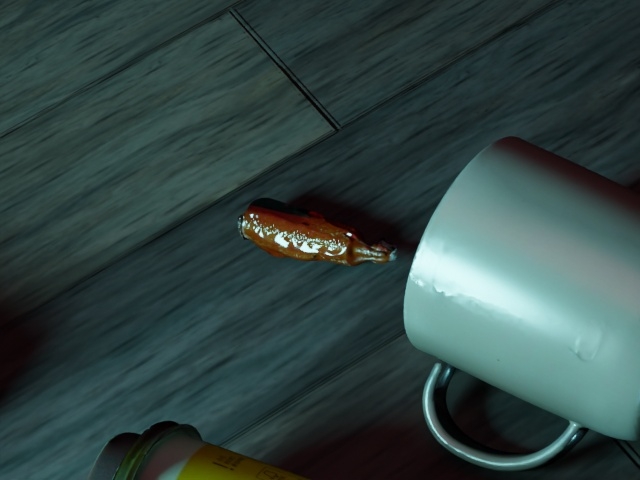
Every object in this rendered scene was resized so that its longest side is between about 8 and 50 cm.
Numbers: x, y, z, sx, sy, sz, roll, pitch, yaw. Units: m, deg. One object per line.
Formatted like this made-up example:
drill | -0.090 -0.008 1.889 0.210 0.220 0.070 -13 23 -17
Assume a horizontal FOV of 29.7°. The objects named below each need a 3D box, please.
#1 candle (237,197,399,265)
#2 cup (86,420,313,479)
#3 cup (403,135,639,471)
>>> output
candle | 0.000 0.000 1.135 0.162 0.048 0.053 15 88 26
cup | -0.039 0.247 0.866 0.280 0.196 0.196 12 57 13
cup | 0.187 0.071 0.951 0.200 0.191 0.252 28 94 28
